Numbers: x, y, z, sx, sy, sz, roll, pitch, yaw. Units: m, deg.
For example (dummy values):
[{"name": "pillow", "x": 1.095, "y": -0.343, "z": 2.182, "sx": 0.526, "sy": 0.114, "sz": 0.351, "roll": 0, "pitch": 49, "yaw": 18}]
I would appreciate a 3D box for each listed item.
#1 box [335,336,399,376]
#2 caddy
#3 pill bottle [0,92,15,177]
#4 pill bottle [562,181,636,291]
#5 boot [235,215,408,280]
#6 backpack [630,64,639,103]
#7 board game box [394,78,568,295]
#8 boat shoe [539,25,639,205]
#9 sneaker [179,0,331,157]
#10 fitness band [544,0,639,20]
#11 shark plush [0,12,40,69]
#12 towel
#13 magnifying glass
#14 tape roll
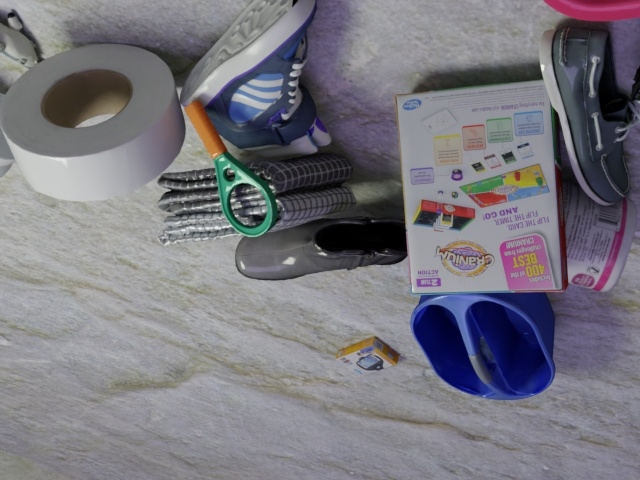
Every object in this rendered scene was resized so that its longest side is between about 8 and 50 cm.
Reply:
[{"name": "box", "x": 0.098, "y": 0.261, "z": 2.152, "sx": 0.081, "sy": 0.028, "sz": 0.136, "roll": 38, "pitch": 136, "yaw": -24}, {"name": "caddy", "x": 0.313, "y": 0.178, "z": 1.844, "sx": 0.241, "sy": 0.179, "sz": 0.341, "roll": -7, "pitch": 135, "yaw": 27}, {"name": "pill bottle", "x": -0.675, "y": -0.170, "z": 1.824, "sx": 0.278, "sy": 0.162, "sz": 0.162, "roll": -19, "pitch": 129, "yaw": 38}, {"name": "pill bottle", "x": 0.355, "y": -0.025, "z": 1.595, "sx": 0.283, "sy": 0.160, "sz": 0.160, "roll": 15, "pitch": 142, "yaw": 6}, {"name": "boot", "x": 0.000, "y": 0.000, "z": 1.696, "sx": 0.338, "sy": 0.118, "sz": 0.223, "roll": -10, "pitch": 176, "yaw": 4}, {"name": "backpack", "x": 0.509, "y": -0.225, "z": 1.310, "sx": 0.115, "sy": 0.152, "sz": 0.182, "roll": 38, "pitch": 150, "yaw": -10}, {"name": "board game box", "x": 0.247, "y": -0.078, "z": 1.489, "sx": 0.242, "sy": 0.064, "sz": 0.317, "roll": -2, "pitch": 96, "yaw": 21}, {"name": "boat shoe", "x": 0.415, "y": -0.176, "z": 1.426, "sx": 0.099, "sy": 0.116, "sz": 0.319, "roll": -6, "pitch": 131, "yaw": 33}, {"name": "sneaker", "x": -0.047, "y": -0.247, "z": 1.527, "sx": 0.236, "sy": 0.130, "sz": 0.323, "roll": 30, "pitch": 138, "yaw": -27}, {"name": "fitness band", "x": 0.405, "y": -0.380, "z": 1.237, "sx": 0.291, "sy": 0.054, "sz": 0.209, "roll": -3, "pitch": 140, "yaw": 26}, {"name": "shark plush", "x": -0.523, "y": -0.336, "z": 1.677, "sx": 0.067, "sy": 0.073, "sz": 0.161, "roll": 11, "pitch": 167, "yaw": 40}, {"name": "towel", "x": -0.115, "y": -0.080, "z": 1.661, "sx": 0.283, "sy": 0.235, "sz": 0.121, "roll": -6, "pitch": 96, "yaw": 32}, {"name": "magnifying glass", "x": -0.144, "y": -0.111, "z": 1.509, "sx": 0.092, "sy": 0.026, "sz": 0.231, "roll": -29, "pitch": 90, "yaw": 32}, {"name": "tape roll", "x": -0.365, "y": -0.196, "z": 1.573, "sx": 0.286, "sy": 0.286, "sz": 0.100, "roll": 7, "pitch": 140, "yaw": 14}]
